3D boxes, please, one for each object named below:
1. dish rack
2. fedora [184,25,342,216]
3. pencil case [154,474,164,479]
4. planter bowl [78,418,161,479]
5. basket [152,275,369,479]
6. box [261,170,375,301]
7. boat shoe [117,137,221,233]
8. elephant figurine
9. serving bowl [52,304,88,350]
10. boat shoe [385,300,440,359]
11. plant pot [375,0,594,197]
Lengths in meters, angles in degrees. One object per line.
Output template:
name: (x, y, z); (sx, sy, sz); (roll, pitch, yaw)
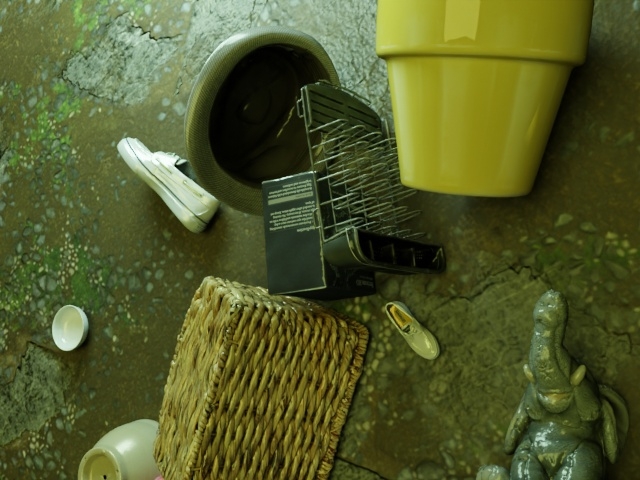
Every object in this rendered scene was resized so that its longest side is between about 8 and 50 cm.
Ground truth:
dish rack: (0.065, -0.084, 0.935); (0.074, 0.208, 0.271); (-19, 72, 35)
fedora: (-0.095, -0.183, 1.052); (0.124, 0.243, 0.275); (26, 97, 60)
pencil case: (-0.166, 0.432, 1.057); (0.209, 0.095, 0.098); (42, 142, 27)
planter bowl: (-0.322, 0.379, 1.143); (0.162, 0.109, 0.162); (-5, 80, 29)
basket: (-0.098, 0.223, 1.046); (0.213, 0.223, 0.299); (18, 92, 64)
box: (0.000, 0.000, 0.983); (0.093, 0.156, 0.158); (-10, 79, 28)
boat shoe: (-0.253, -0.110, 1.198); (0.076, 0.083, 0.226); (-46, 75, 4)
elephant figurine: (0.281, 0.211, 0.802); (0.169, 0.186, 0.239); (18, 63, -3)
serving bowl: (-0.458, 0.162, 1.298); (0.083, 0.027, 0.083); (-4, 81, 29)
boat shoe: (0.124, 0.123, 0.963); (0.035, 0.035, 0.100); (-44, 64, 17)
plant pot: (0.188, -0.181, 0.862); (0.254, 0.254, 0.239); (11, 103, 31)
